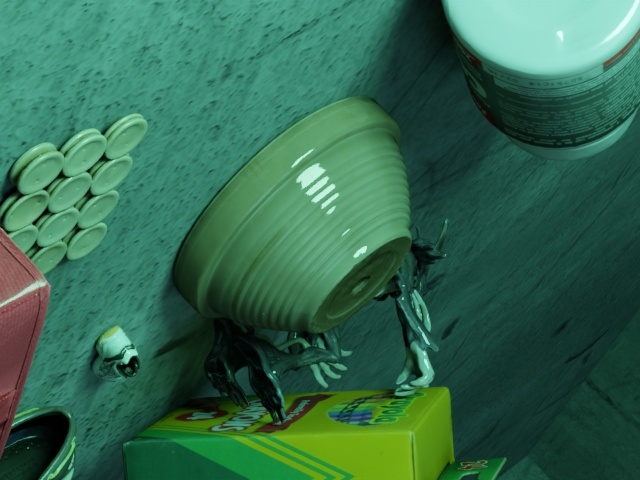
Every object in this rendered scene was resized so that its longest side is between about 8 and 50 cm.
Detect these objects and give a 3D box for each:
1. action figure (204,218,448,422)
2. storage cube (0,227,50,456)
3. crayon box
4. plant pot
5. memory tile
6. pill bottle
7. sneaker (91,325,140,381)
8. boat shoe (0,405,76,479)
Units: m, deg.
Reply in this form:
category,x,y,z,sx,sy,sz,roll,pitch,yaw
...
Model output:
category,x,y,z,sx,sy,sz,roll,pitch,yaw
action figure,0.027,0.081,1.578,0.276,0.141,0.164,-28,-165,-33
storage cube,-0.274,0.055,0.803,0.193,0.183,0.215,-28,157,-39
crayon box,0.001,0.195,1.538,0.318,0.081,0.202,-3,-175,13
plant pot,0.000,0.000,1.410,0.237,0.110,0.237,-40,163,-15
memory tile,-0.176,-0.024,1.125,0.113,0.012,0.148,-28,157,-41
pill bottle,0.191,-0.167,1.362,0.161,0.161,0.283,-43,163,-2
sneaker,-0.169,0.105,1.395,0.032,0.037,0.083,-39,164,-21
boat shoe,-0.283,0.208,1.318,0.228,0.081,0.068,-39,160,-39
